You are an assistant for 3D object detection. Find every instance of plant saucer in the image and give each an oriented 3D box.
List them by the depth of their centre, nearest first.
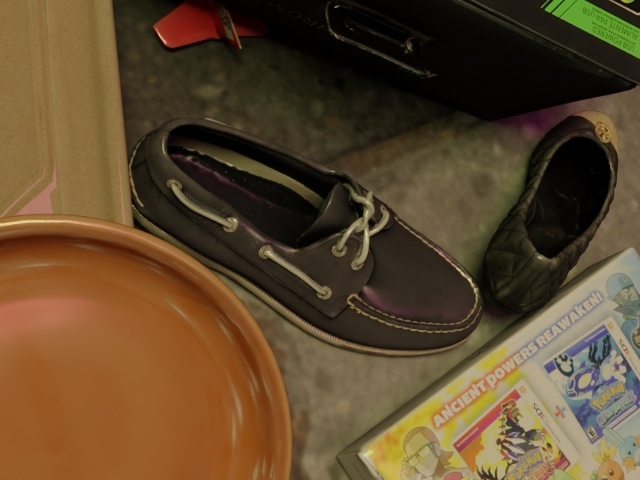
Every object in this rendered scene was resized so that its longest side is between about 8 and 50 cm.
[{"bbox_3d":[-0.112,0.088,0.368,0.200,0.037,0.200,-1,94,-17],"label":"plant saucer"}]

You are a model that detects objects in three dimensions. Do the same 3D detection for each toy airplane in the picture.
[{"bbox_3d":[-0.071,-0.169,0.493,0.151,0.028,0.151,8,70,-22],"label":"toy airplane"}]

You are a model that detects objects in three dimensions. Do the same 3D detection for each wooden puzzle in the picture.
[{"bbox_3d":[-0.211,-0.042,0.403,0.238,0.044,0.221,-4,76,-15],"label":"wooden puzzle"}]

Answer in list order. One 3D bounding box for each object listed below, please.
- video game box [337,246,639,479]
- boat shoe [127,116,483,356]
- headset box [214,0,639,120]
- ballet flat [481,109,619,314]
[{"bbox_3d":[0.140,0.132,0.463,0.205,0.048,0.187,-31,87,-25],"label":"video game box"},{"bbox_3d":[0.000,0.000,0.445,0.206,0.065,0.075,25,65,-11],"label":"boat shoe"},{"bbox_3d":[0.056,-0.222,0.451,0.246,0.131,0.283,20,82,-23],"label":"headset box"},{"bbox_3d":[0.141,-0.022,0.499,0.057,0.049,0.173,39,50,-3],"label":"ballet flat"}]
